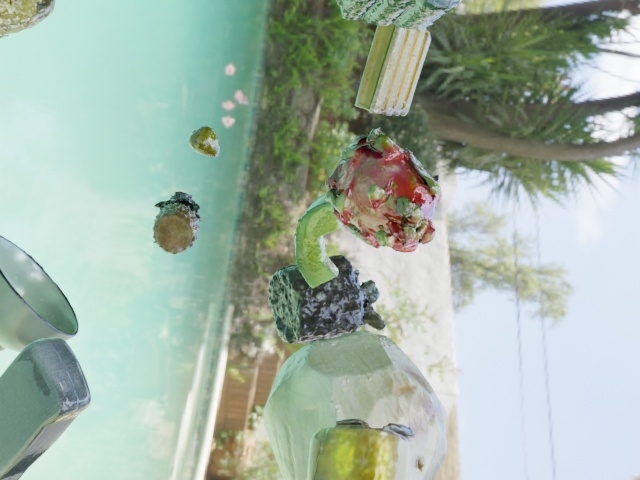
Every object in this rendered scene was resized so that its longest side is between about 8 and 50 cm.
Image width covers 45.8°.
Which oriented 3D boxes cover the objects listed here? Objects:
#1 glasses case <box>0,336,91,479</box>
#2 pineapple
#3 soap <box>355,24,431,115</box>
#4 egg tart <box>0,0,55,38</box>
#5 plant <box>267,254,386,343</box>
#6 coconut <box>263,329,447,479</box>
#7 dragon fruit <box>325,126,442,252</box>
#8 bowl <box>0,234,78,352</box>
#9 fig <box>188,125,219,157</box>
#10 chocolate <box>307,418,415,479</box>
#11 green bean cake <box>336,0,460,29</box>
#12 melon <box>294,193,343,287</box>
[{"bbox_3d":[-0.484,0.286,1.224,0.323,0.074,0.131,-44,-112,31],"label":"glasses case"},{"bbox_3d":[-0.341,-0.054,1.793,0.237,0.119,0.111,-106,-153,-69],"label":"pineapple"},{"bbox_3d":[0.170,-0.404,1.718,0.140,0.073,0.232,-10,122,-51],"label":"soap"},{"bbox_3d":[-0.651,-0.495,1.449,0.095,0.278,0.279,111,-12,-47],"label":"egg tart"},{"bbox_3d":[0.035,0.155,1.987,0.213,0.312,0.215,138,-55,-61],"label":"plant"},{"bbox_3d":[0.091,0.399,1.571,0.345,0.415,0.415,96,-1,-49],"label":"coconut"},{"bbox_3d":[0.095,-0.064,1.053,0.172,0.160,0.167,40,-27,39],"label":"dragon fruit"},{"bbox_3d":[-0.839,0.174,2.040,0.185,0.354,0.354,-38,-177,-2],"label":"bowl"},{"bbox_3d":[-0.290,-0.247,1.918,0.074,0.088,0.074,-42,-169,11],"label":"fig"},{"bbox_3d":[0.045,0.481,1.051,0.162,0.162,0.446,105,-8,-62],"label":"chocolate"},{"bbox_3d":[0.071,-0.489,1.102,0.169,0.300,0.308,-168,-95,-80],"label":"green bean cake"},{"bbox_3d":[0.000,0.000,1.557,0.064,0.118,0.210,-37,129,-60],"label":"melon"}]
